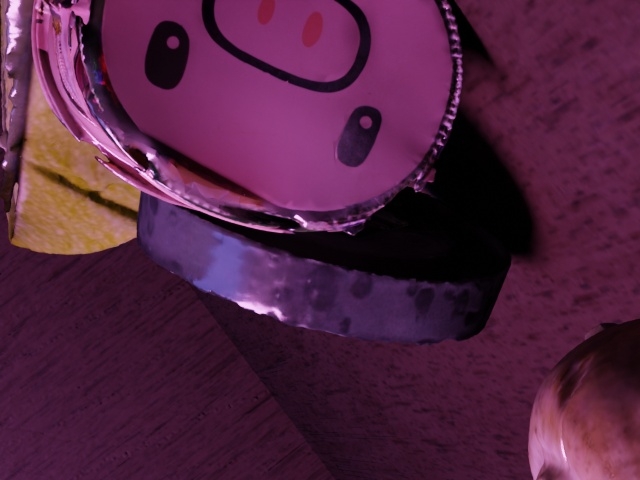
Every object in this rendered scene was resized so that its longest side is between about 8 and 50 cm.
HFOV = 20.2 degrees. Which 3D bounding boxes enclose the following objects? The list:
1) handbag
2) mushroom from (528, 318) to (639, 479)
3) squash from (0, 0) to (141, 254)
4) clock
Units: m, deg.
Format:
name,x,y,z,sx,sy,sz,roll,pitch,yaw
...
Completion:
name,x,y,z,sx,sy,sz,roll,pitch,yaw
handbag,-0.039,-0.096,0.896,0.205,0.179,0.116,23,171,-14
mushroom,0.160,0.147,0.786,0.255,0.184,0.255,-24,-90,-85
squash,-0.161,-0.176,1.049,0.309,0.210,0.234,59,-161,-53
clock,0.000,0.000,1.017,0.215,0.215,0.042,38,118,54
